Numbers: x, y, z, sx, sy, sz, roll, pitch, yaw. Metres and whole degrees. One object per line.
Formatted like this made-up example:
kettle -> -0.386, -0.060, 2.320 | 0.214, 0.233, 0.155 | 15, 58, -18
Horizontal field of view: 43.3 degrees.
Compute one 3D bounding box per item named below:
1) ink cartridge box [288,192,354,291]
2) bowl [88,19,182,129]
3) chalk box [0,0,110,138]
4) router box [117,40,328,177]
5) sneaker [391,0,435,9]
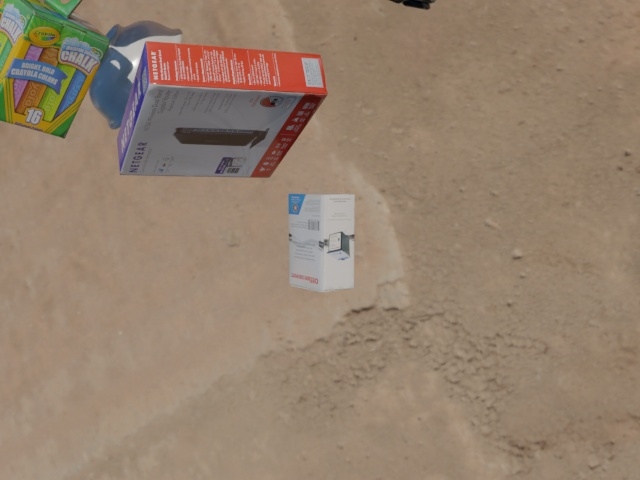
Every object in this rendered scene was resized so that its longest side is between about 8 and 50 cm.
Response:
ink cartridge box -> 0.000, 0.000, 1.622 | 0.140, 0.082, 0.190 | 7, 100, 58
bowl -> -0.474, -0.426, 1.949 | 0.298, 0.134, 0.297 | -38, 33, 30
chalk box -> -0.551, -0.379, 1.572 | 0.180, 0.179, 0.288 | 39, 106, 35
router box -> -0.188, -0.218, 1.437 | 0.335, 0.301, 0.082 | 134, 131, -61
sneaker -> 0.173, -0.458, 1.286 | 0.087, 0.227, 0.130 | 40, 166, 51
